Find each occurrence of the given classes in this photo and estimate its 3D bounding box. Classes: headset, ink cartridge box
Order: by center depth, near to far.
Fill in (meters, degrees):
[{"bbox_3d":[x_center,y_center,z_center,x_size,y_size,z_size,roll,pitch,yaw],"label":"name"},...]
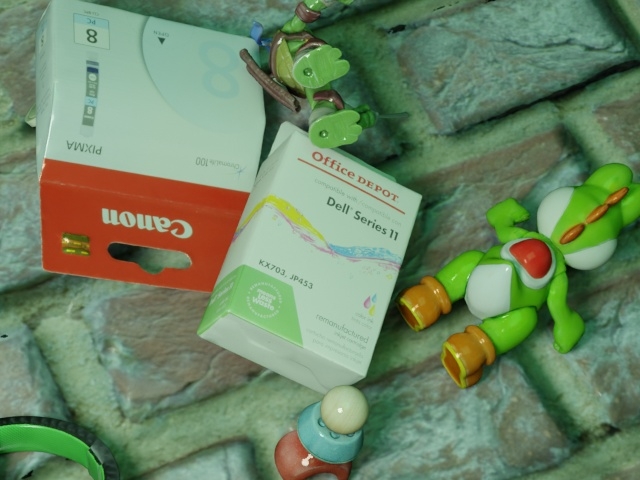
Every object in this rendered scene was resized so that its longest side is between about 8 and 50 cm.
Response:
[{"bbox_3d":[-0.425,0.341,1.593,0.394,0.185,0.243,-14,36,-29],"label":"headset"},{"bbox_3d":[0.000,0.000,1.814,0.207,0.119,0.353,26,61,-14],"label":"ink cartridge box"},{"bbox_3d":[-0.222,-0.127,1.837,0.308,0.091,0.385,9,58,-28],"label":"ink cartridge box"}]

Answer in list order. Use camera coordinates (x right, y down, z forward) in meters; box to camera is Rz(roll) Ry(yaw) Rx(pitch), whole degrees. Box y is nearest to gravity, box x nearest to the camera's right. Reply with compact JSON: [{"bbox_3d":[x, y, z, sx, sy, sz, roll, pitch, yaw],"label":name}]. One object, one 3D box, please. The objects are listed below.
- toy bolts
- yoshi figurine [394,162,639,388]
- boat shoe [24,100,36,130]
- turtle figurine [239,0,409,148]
[{"bbox_3d":[0.057,0.287,1.659,0.218,0.158,0.228,-4,53,-26],"label":"toy bolts"},{"bbox_3d":[0.287,0.037,1.860,0.362,0.203,0.203,-37,31,-8],"label":"yoshi figurine"},{"bbox_3d":[-0.329,-0.223,1.951,0.079,0.084,0.233,45,54,-22],"label":"boat shoe"},{"bbox_3d":[0.039,-0.244,1.844,0.275,0.198,0.266,17,25,-12],"label":"turtle figurine"}]
